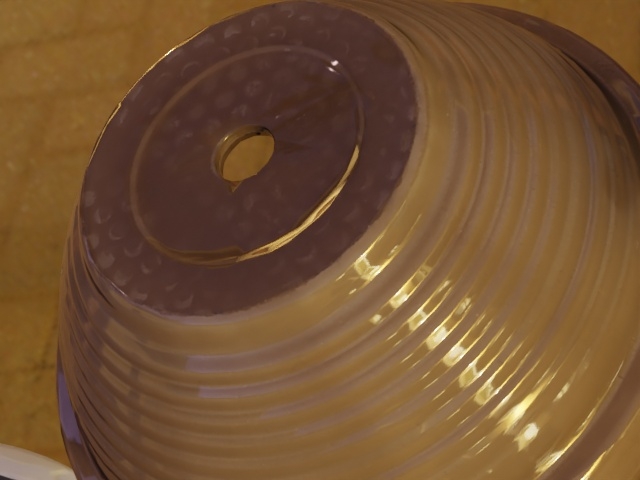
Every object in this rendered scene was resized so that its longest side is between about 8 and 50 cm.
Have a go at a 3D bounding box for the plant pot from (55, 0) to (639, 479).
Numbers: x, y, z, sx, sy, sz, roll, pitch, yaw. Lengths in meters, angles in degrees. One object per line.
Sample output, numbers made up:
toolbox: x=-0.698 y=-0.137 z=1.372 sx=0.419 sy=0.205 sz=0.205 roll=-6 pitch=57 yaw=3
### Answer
plant pot: x=0.000 y=0.000 z=0.510 sx=0.237 sy=0.110 sz=0.237 roll=-13 pitch=55 yaw=20

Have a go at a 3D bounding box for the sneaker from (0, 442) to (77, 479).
sneaker: x=-0.121 y=0.191 z=0.661 sx=0.296 sy=0.104 sz=0.147 roll=26 pitch=39 yaw=19
